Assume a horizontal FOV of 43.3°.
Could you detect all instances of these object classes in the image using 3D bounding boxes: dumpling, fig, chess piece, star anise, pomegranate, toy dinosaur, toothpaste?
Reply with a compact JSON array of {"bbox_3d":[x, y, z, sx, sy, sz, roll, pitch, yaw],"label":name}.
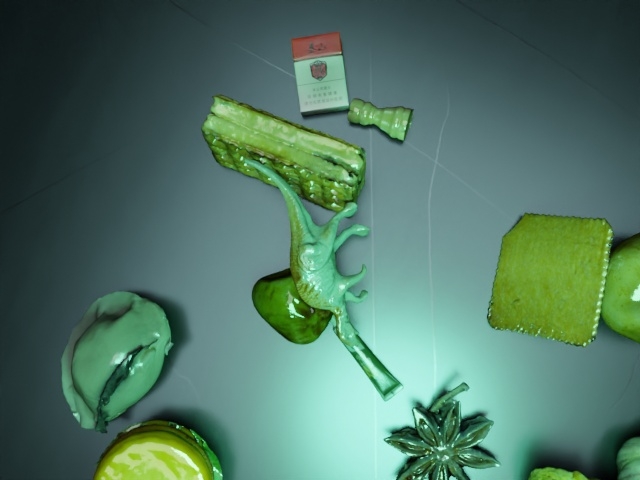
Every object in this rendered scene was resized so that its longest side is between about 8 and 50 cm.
[{"bbox_3d":[-0.416,0.229,1.558,0.204,0.163,0.293,39,102,1],"label":"dumpling"},{"bbox_3d":[-0.054,0.113,1.556,0.165,0.144,0.154,16,125,12],"label":"fig"},{"bbox_3d":[0.118,-0.246,1.599,0.122,0.066,0.066,18,88,10],"label":"chess piece"},{"bbox_3d":[0.236,0.386,1.543,0.230,0.081,0.262,11,99,5],"label":"star anise"},{"bbox_3d":[0.613,0.088,1.472,0.233,0.233,0.233,0,87,4],"label":"pomegranate"},{"bbox_3d":[0.000,0.000,1.476,0.205,0.092,0.393,-47,109,-23],"label":"toy dinosaur"},{"bbox_3d":[0.082,0.225,1.588,0.049,0.031,0.204,-39,87,3],"label":"toothpaste"}]

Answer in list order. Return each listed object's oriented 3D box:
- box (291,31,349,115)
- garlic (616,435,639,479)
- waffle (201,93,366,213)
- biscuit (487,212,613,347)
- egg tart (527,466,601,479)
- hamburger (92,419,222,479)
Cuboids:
[{"bbox_3d":[0.000,-0.333,1.616,0.100,0.048,0.152,-7,88,2],"label":"box"},{"bbox_3d":[0.646,0.462,1.477,0.245,0.160,0.245,8,54,-11],"label":"garlic"},{"bbox_3d":[-0.066,-0.160,1.527,0.308,0.213,0.091,21,79,6],"label":"waffle"},{"bbox_3d":[0.426,0.067,1.511,0.232,0.013,0.237,8,85,47],"label":"biscuit"},{"bbox_3d":[0.493,0.525,1.431,0.120,0.315,0.315,-24,85,-21],"label":"egg tart"},{"bbox_3d":[-0.310,0.458,1.531,0.246,0.170,0.246,0,94,-7],"label":"hamburger"}]
